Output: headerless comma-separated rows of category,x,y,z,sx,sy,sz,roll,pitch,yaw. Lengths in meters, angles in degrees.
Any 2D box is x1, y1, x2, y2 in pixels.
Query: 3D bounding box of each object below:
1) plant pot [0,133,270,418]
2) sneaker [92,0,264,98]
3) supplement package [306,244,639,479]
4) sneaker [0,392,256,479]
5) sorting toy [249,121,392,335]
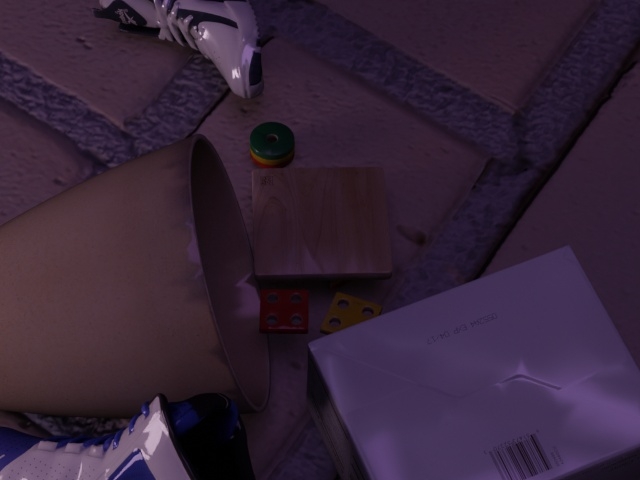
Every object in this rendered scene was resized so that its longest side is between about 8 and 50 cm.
plant pot,-0.210,0.057,1.503,0.274,0.256,0.256,-12,63,7
sneaker,-0.153,-0.228,1.718,0.153,0.094,0.235,-16,64,-9
supplement package,0.145,0.160,1.499,0.262,0.145,0.204,-20,65,-11
sneaker,-0.152,0.197,1.405,0.315,0.127,0.182,23,96,35
sorting toy,0.000,0.000,1.623,0.132,0.046,0.274,-1,52,-3
